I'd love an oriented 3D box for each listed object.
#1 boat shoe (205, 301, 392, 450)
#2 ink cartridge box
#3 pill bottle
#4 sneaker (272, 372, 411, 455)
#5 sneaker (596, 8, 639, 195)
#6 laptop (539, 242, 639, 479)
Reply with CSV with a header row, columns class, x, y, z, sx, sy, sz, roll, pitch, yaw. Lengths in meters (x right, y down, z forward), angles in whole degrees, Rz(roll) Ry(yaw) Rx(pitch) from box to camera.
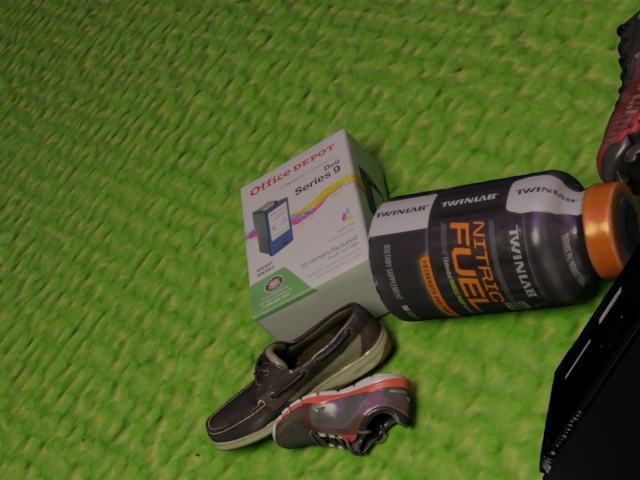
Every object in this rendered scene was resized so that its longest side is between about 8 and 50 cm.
class,x,y,z,sx,sy,sz,roll,pitch,yaw
boat shoe,-0.034,0.137,1.151,0.223,0.073,0.080,-32,23,9
ink cartridge box,0.000,0.000,1.236,0.154,0.093,0.212,-28,41,19
pill bottle,0.179,0.004,1.056,0.245,0.130,0.130,-9,51,34
sneaker,0.020,0.185,1.091,0.158,0.061,0.065,-27,53,23
sneaker,0.341,-0.159,1.087,0.135,0.097,0.276,22,70,47
laptop,0.282,0.109,0.844,0.234,0.136,0.264,-63,-5,25
